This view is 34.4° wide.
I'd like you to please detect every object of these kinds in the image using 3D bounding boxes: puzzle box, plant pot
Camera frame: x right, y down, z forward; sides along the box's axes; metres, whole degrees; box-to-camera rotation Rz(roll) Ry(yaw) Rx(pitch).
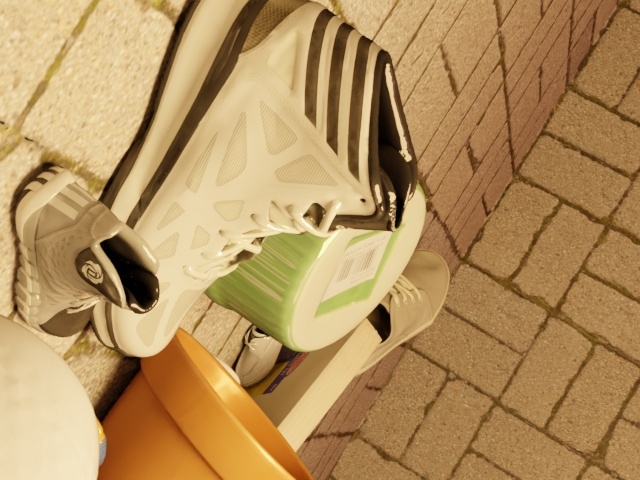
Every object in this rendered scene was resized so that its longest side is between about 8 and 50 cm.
[{"bbox_3d":[-0.100,0.288,1.639,0.272,0.052,0.409,-20,-159,50],"label":"puzzle box"},{"bbox_3d":[-0.169,0.280,1.317,0.203,0.291,0.291,-40,163,-3],"label":"plant pot"}]

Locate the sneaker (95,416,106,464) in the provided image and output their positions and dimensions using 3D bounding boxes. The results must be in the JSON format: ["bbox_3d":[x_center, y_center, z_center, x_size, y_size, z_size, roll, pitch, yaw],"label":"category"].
[{"bbox_3d":[-0.318,0.272,1.146,0.131,0.112,0.296,-28,149,-30],"label":"sneaker"}]

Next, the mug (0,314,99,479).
[{"bbox_3d":[-0.291,0.243,0.700,0.328,0.276,0.374,-56,135,-48],"label":"mug"}]

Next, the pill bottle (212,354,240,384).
[{"bbox_3d":[-0.186,0.237,1.500,0.137,0.078,0.078,-52,164,-26],"label":"pill bottle"}]

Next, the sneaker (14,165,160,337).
[{"bbox_3d":[-0.207,0.045,0.948,0.086,0.132,0.228,-49,162,-32],"label":"sneaker"}]

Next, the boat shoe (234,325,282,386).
[{"bbox_3d":[-0.091,0.157,1.695,0.184,0.066,0.063,-52,141,9],"label":"boat shoe"}]

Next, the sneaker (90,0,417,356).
[{"bbox_3d":[-0.065,-0.020,1.037,0.169,0.257,0.447,-31,149,-61],"label":"sneaker"}]

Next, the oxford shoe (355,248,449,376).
[{"bbox_3d":[0.156,0.136,2.259,0.449,0.169,0.130,-38,153,-42],"label":"oxford shoe"}]

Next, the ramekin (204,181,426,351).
[{"bbox_3d":[0.000,0.000,1.354,0.303,0.148,0.303,-39,152,-26],"label":"ramekin"}]
